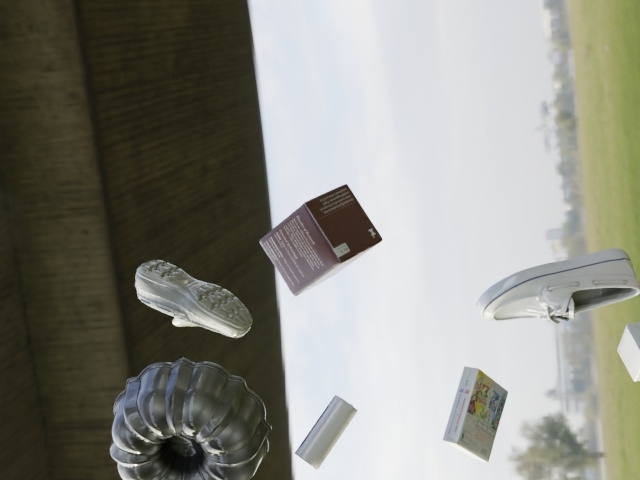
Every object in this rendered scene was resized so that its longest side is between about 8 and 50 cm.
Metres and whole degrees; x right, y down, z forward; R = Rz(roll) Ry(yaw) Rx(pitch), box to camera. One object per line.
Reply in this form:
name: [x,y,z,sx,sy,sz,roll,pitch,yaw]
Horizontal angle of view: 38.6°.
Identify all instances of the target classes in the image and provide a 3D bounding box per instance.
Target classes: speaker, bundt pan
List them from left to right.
bundt pan: [-0.268,0.405,1.815,0.124,0.331,0.331,-78,-21,-67]
speaker: [0.012,0.360,1.720,0.136,0.055,0.055,-54,-28,-12]

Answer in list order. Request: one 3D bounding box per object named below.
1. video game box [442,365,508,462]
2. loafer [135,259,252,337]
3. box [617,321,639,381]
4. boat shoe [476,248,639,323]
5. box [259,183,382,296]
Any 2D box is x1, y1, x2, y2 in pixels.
video game box: [0.376,0.420,2.202,0.205,0.048,0.187,39,-112,-50]
loafer: [-0.294,0.150,2.098,0.112,0.319,0.111,-24,-47,-52]
box: [0.762,0.256,2.135,0.101,0.087,0.102,90,169,-47]
boat shoe: [0.382,0.088,1.465,0.095,0.258,0.084,62,-170,-52]
box: [0.000,0.000,2.191,0.168,0.203,0.167,-26,-98,-46]
